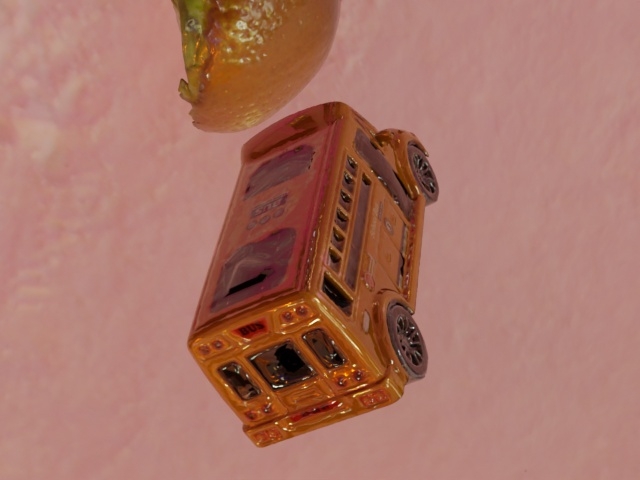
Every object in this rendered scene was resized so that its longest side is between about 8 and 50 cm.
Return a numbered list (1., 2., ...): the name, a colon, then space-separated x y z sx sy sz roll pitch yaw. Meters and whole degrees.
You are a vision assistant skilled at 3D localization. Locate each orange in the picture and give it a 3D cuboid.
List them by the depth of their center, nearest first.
1. orange: -0.076 -0.276 1.163 0.196 0.262 0.335 -8 60 -12

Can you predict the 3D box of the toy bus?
1. toy bus: 0.000 0.000 0.547 0.083 0.088 0.194 -24 31 24
